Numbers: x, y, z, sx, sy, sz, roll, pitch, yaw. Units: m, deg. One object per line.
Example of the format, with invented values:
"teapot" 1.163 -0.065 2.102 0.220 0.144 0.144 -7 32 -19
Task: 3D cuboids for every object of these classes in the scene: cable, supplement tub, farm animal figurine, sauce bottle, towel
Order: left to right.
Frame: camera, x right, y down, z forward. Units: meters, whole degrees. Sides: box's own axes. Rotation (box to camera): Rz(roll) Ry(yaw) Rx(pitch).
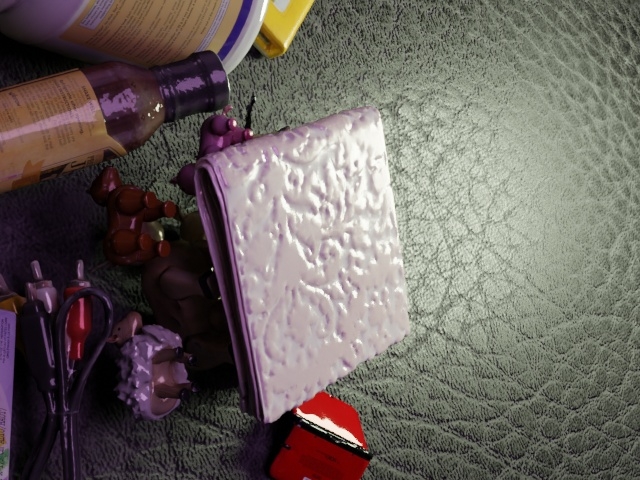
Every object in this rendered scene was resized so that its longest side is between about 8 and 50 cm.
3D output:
"cable" -0.276 0.160 1.418 0.072 0.139 0.287 -1 82 -83
"sauce bottle" -0.266 -0.134 1.433 0.344 0.111 0.111 -19 91 -21
"supplement tub" -0.247 -0.323 1.509 0.331 0.241 0.241 14 68 -44
"farm animal figurine" -0.162 0.014 1.557 0.330 0.172 0.327 -25 108 -52
"towel" -0.012 0.018 1.572 0.332 0.053 0.317 -24 109 -51

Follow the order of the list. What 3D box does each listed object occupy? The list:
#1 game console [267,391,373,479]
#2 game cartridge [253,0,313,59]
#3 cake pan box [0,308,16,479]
"game console" -0.009 0.267 1.732 0.144 0.085 0.124 32 87 -35
"game cartridge" -0.091 -0.464 1.857 0.285 0.052 0.324 46 50 -26
"cake pan box" -0.425 0.177 1.281 0.245 0.070 0.267 19 60 -39
